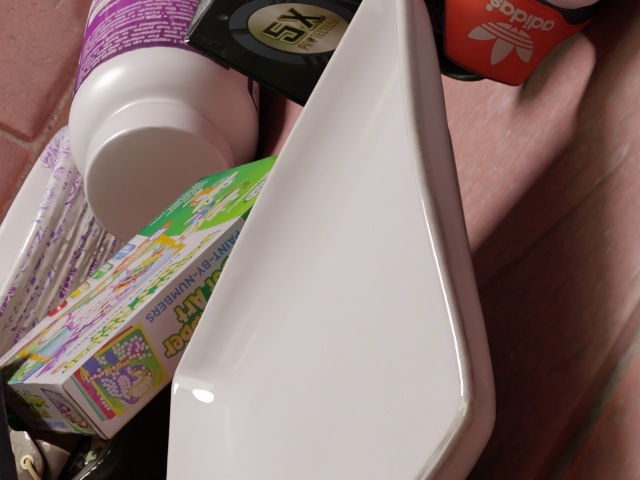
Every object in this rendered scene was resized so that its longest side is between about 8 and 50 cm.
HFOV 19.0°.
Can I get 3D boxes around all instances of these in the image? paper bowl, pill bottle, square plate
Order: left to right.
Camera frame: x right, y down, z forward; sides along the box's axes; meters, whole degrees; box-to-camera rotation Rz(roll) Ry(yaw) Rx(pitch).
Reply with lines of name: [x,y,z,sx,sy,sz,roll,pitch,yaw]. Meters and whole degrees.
paper bowl: [-0.242,0.046,1.824,0.284,0.148,0.284,-55,16,25]
pill bottle: [-0.138,-0.123,1.713,0.169,0.169,0.301,-55,19,27]
square plate: [-0.002,0.081,0.982,0.347,0.049,0.344,-94,26,-49]

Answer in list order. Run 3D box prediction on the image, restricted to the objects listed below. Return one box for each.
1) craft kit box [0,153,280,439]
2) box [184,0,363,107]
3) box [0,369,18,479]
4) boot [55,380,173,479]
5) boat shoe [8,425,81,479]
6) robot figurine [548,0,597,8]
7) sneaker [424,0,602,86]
craft kit box: [-0.114,0.039,1.363,0.250,0.061,0.246,-44,16,-21]
box: [0.013,-0.182,1.339,0.180,0.147,0.077,-48,20,44]
box: [-0.305,0.282,1.405,0.395,0.097,0.318,122,141,-47]
boot: [-0.147,0.161,1.408,0.236,0.085,0.178,-55,13,5]
boat shoe: [-0.219,0.182,1.571,0.324,0.116,0.097,-64,10,-29]
robot figurine: [0.162,-0.245,0.814,0.353,0.200,0.300,-82,12,-53]
sneaker: [0.084,-0.180,1.129,0.148,0.131,0.350,-63,11,13]
